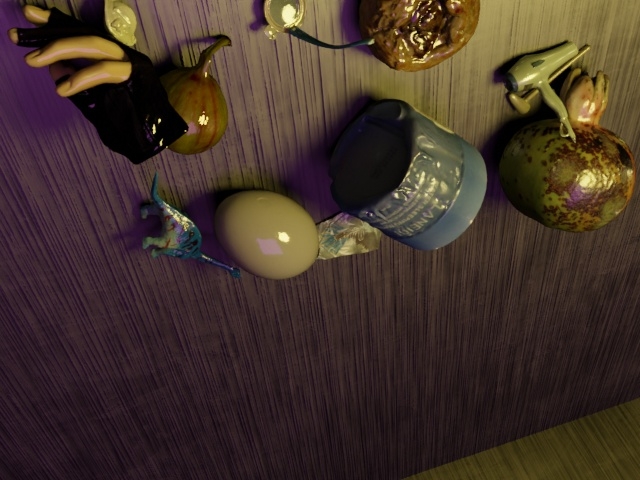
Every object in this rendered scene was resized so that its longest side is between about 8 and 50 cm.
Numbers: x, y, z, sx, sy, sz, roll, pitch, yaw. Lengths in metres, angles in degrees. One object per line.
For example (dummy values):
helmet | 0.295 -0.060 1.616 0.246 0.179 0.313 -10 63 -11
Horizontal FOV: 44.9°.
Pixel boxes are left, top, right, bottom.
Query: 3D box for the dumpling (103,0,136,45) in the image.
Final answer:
dumpling | -0.319 -0.350 1.239 0.052 0.057 0.076 -5 135 -19

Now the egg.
egg | -0.113 -0.013 1.583 0.232 0.176 0.176 22 121 -33

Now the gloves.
gloves | -0.349 -0.249 1.219 0.301 0.152 0.197 36 156 -23

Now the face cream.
face cream | 0.166 -0.129 1.540 0.225 0.249 0.249 24 120 -36

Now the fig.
fig | -0.217 -0.237 1.334 0.148 0.142 0.186 -14 151 -40

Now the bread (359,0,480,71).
bread | 0.179 -0.396 1.372 0.230 0.123 0.230 -14 139 -12

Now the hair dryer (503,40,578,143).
hair dryer | 0.490 -0.314 1.565 0.167 0.199 0.067 -44 170 -10

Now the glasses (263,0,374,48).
glasses | 0.002 -0.402 1.247 0.088 0.220 0.190 -50 147 -31

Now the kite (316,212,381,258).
kite | -0.001 -0.001 1.767 0.310 0.015 0.169 -17 137 -11

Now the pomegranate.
pomegranate | 0.543 -0.194 1.654 0.285 0.285 0.341 2 109 -26

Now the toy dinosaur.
toy dinosaur | -0.295 -0.009 1.552 0.144 0.076 0.329 -12 135 22

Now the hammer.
hammer | 0.481 -0.350 1.629 0.195 0.028 0.060 -41 129 14
